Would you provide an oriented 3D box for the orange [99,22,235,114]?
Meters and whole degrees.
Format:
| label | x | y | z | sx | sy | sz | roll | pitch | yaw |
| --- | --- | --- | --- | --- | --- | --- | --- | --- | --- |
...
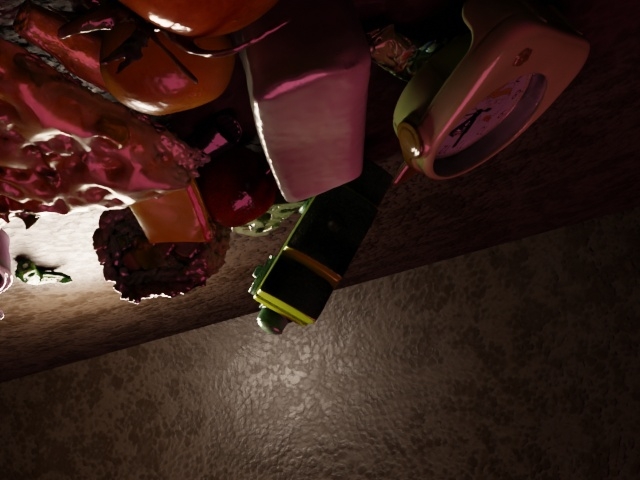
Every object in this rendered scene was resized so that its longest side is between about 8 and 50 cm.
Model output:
| label | x | y | z | sx | sy | sz | roll | pitch | yaw |
| --- | --- | --- | --- | --- | --- | --- | --- | --- | --- |
| orange | -0.180 | -0.220 | 0.651 | 0.159 | 0.136 | 0.159 | -15 | -171 | 2 |

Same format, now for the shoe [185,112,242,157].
| label | x | y | z | sx | sy | sz | roll | pitch | yaw |
| --- | --- | --- | --- | --- | --- | --- | --- | --- | --- |
| shoe | -0.204 | -0.169 | 0.998 | 0.159 | 0.053 | 0.062 | -20 | 127 | 37 |

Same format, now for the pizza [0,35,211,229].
| label | x | y | z | sx | sy | sz | roll | pitch | yaw |
| --- | --- | --- | --- | --- | --- | --- | --- | --- | --- |
| pizza | -0.445 | -0.113 | 0.818 | 0.392 | 0.080 | 0.435 | -24 | 146 | 31 |

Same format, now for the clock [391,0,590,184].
| label | x | y | z | sx | sy | sz | roll | pitch | yaw |
| --- | --- | --- | --- | --- | --- | --- | --- | --- | --- |
| clock | 0.250 | -0.227 | 0.920 | 0.286 | 0.117 | 0.348 | -10 | 149 | -45 |

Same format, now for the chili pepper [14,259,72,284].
| label | x | y | z | sx | sy | sz | roll | pitch | yaw |
| --- | --- | --- | --- | --- | --- | --- | --- | --- | --- |
| chili pepper | -0.742 | 0.093 | 1.471 | 0.073 | 0.050 | 0.182 | -23 | 166 | 6 |

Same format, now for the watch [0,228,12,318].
| label | x | y | z | sx | sy | sz | roll | pitch | yaw |
| --- | --- | --- | --- | --- | --- | --- | --- | --- | --- |
| watch | -0.742 | 0.070 | 1.166 | 0.218 | 0.210 | 0.248 | -30 | 151 | 21 |

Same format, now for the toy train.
| label | x | y | z | sx | sy | sz | roll | pitch | yaw |
| --- | --- | --- | --- | --- | --- | --- | --- | --- | --- |
| toy train | 0.000 | 0.000 | 1.220 | 0.179 | 0.441 | 0.272 | 31 | 160 | -4 |

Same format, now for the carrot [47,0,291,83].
| label | x | y | z | sx | sy | sz | roll | pitch | yaw |
| --- | --- | --- | --- | --- | --- | --- | --- | --- | --- |
| carrot | -0.096 | -0.279 | 0.469 | 0.331 | 0.193 | 0.214 | -23 | 124 | 40 |

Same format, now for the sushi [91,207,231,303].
| label | x | y | z | sx | sy | sz | roll | pitch | yaw |
| --- | --- | --- | --- | --- | --- | --- | --- | --- | --- |
| sushi | -0.328 | -0.003 | 1.186 | 0.270 | 0.236 | 0.171 | -10 | -176 | 14 |

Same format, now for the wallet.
| label | x | y | z | sx | sy | sz | roll | pitch | yaw |
| --- | --- | --- | --- | --- | --- | --- | --- | --- | --- |
| wallet | -0.280 | -0.093 | 0.992 | 0.141 | 0.067 | 0.241 | -1 | 137 | 11 |

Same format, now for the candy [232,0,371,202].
| label | x | y | z | sx | sy | sz | roll | pitch | yaw |
| --- | --- | --- | --- | --- | --- | --- | --- | --- | --- |
| candy | -0.025 | -0.209 | 0.759 | 0.145 | 0.207 | 0.358 | -15 | 164 | -2 |

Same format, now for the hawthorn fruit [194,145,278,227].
| label | x | y | z | sx | sy | sz | roll | pitch | yaw |
| --- | --- | --- | --- | --- | --- | --- | --- | --- | --- |
| hawthorn fruit | -0.151 | -0.115 | 1.072 | 0.194 | 0.156 | 0.157 | -25 | 161 | 28 |

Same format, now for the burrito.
| label | x | y | z | sx | sy | sz | roll | pitch | yaw |
| --- | --- | --- | --- | --- | --- | --- | --- | --- | --- |
| burrito | 0.170 | -0.298 | 0.901 | 0.288 | 0.054 | 0.104 | 2 | 157 | -45 |

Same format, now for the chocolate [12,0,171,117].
| label | x | y | z | sx | sy | sz | roll | pitch | yaw |
| --- | --- | --- | --- | --- | --- | --- | --- | --- | --- |
| chocolate | -0.277 | -0.235 | 0.710 | 0.086 | 0.085 | 0.219 | -23 | 158 | 27 |

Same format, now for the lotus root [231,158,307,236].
| label | x | y | z | sx | sy | sz | roll | pitch | yaw |
| --- | --- | --- | --- | --- | --- | --- | --- | --- | --- |
| lotus root | -0.128 | -0.093 | 1.239 | 0.138 | 0.118 | 0.235 | -3 | 162 | -36 |
